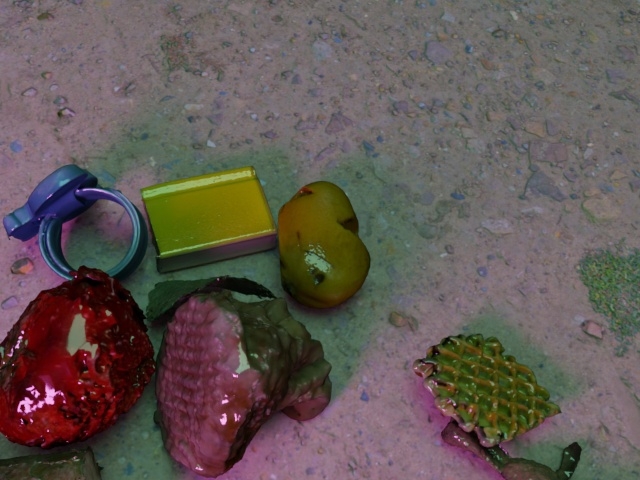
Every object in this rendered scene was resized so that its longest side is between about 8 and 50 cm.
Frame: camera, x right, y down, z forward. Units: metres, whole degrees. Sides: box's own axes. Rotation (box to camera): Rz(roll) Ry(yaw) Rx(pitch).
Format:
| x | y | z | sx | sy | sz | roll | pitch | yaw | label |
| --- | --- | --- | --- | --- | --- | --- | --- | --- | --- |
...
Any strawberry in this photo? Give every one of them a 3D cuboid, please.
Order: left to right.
| x | y | z | sx | sy | sz | roll | pitch | yaw | label |
| --- | --- | --- | --- | --- | --- | --- | --- | --- | --- |
| -0.354 | 0.178 | 1.306 | 0.220 | 0.274 | 0.274 | 24 | 51 | -27 | strawberry |

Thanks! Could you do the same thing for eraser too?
| x | y | z | sx | sy | sz | roll | pitch | yaw | label |
| --- | --- | --- | --- | --- | --- | --- | --- | --- | --- |
| -0.198 | -0.041 | 1.565 | 0.226 | 0.069 | 0.158 | -12 | 58 | -16 | eraser |

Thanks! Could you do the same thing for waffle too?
| x | y | z | sx | sy | sz | roll | pitch | yaw | label |
| --- | --- | --- | --- | --- | --- | --- | --- | --- | --- |
| 0.261 | 0.237 | 1.423 | 0.223 | 0.054 | 0.204 | -12 | 51 | -40 | waffle |

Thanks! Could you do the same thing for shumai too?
| x | y | z | sx | sy | sz | roll | pitch | yaw | label |
| --- | --- | --- | --- | --- | --- | --- | --- | --- | --- |
| -0.083 | 0.206 | 1.307 | 0.262 | 0.314 | 0.267 | 1 | 71 | -27 | shumai |

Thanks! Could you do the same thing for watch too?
| x | y | z | sx | sy | sz | roll | pitch | yaw | label |
| --- | --- | --- | --- | --- | --- | --- | --- | --- | --- |
| -0.396 | -0.011 | 1.472 | 0.211 | 0.211 | 0.193 | -39 | 85 | -28 | watch |

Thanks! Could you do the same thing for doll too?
| x | y | z | sx | sy | sz | roll | pitch | yaw | label |
| --- | --- | --- | --- | --- | --- | --- | --- | --- | --- |
| 0.324 | 0.376 | 1.352 | 0.285 | 0.091 | 0.203 | 22 | 22 | -6 | doll |

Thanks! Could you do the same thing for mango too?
| x | y | z | sx | sy | sz | roll | pitch | yaw | label |
| --- | --- | --- | --- | --- | --- | --- | --- | --- | --- |
| 0.000 | 0.000 | 1.533 | 0.167 | 0.130 | 0.262 | 3 | 52 | -14 | mango |

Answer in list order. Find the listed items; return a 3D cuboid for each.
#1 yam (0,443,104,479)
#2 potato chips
| x | y | z | sx | sy | sz | roll | pitch | yaw | label |
| --- | --- | --- | --- | --- | --- | --- | --- | --- | --- |
| -0.434 | 0.390 | 1.177 | 0.300 | 0.195 | 0.195 | -6 | 58 | -13 | yam |
| -0.184 | 0.085 | 1.437 | 0.228 | 0.167 | 0.059 | -10 | 94 | 3 | potato chips |
